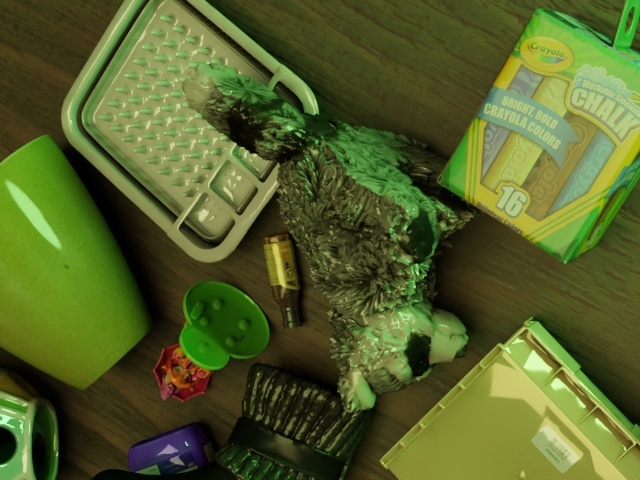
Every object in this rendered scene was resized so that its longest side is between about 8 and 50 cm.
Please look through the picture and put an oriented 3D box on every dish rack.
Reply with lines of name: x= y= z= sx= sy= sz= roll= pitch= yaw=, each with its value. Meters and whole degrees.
dish rack: x=-0.170 y=-0.167 z=1.667 sx=0.333 sy=0.072 sz=0.285 roll=41 pitch=111 yaw=15

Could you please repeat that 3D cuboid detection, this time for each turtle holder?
turtle holder: x=-0.502 y=0.271 z=1.800 sx=0.227 sy=0.243 sz=0.320 roll=-4 pitch=54 yaw=10

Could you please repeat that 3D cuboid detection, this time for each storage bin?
storage bin: x=0.256 y=0.270 z=1.495 sx=0.262 sy=0.123 sz=0.260 roll=47 pitch=111 yaw=13

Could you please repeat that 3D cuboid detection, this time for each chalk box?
chalk box: x=0.298 y=-0.146 z=1.400 sx=0.179 sy=0.180 sz=0.289 roll=36 pitch=110 yaw=17

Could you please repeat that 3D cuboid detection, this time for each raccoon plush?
raccoon plush: x=0.000 y=0.000 z=1.544 sx=0.446 sy=0.216 sz=0.299 roll=36 pitch=120 yaw=23

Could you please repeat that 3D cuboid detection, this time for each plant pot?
plant pot: x=-0.375 y=0.053 z=1.701 sx=0.275 sy=0.275 sz=0.293 roll=-41 pitch=95 yaw=22

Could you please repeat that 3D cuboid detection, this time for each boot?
boot: x=-0.125 y=0.278 z=1.601 sx=0.348 sy=0.131 sz=0.260 roll=14 pitch=94 yaw=-10

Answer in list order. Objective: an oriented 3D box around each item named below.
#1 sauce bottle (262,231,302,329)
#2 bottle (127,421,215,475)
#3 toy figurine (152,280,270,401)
sauce bottle: x=-0.047 y=0.054 z=1.652 sx=0.042 sy=0.042 sz=0.128 roll=-10 pitch=94 yaw=25
bottle: x=-0.170 y=0.400 z=1.715 sx=0.118 sy=0.092 sz=0.282 roll=-23 pitch=87 yaw=18
toy figurine: x=-0.170 y=0.164 z=1.667 sx=0.130 sy=0.173 sz=0.159 roll=37 pitch=123 yaw=-2
